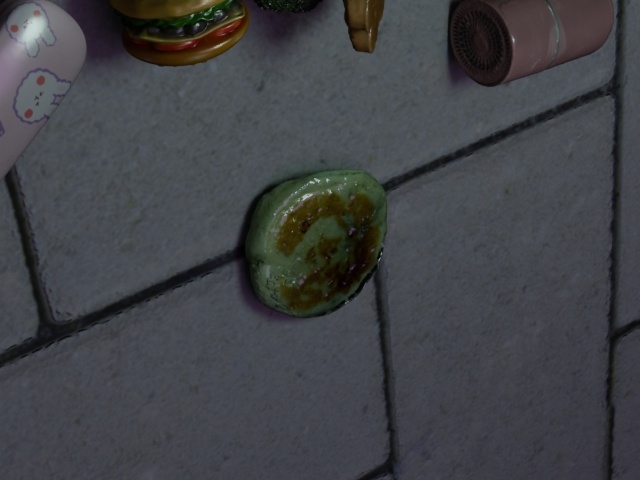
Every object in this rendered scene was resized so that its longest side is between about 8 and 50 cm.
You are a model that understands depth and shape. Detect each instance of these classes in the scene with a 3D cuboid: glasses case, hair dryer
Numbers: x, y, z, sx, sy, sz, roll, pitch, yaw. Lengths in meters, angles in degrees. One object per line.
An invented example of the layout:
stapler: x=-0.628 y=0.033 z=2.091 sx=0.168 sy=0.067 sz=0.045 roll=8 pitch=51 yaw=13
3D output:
glasses case: x=-0.363 y=-0.128 z=1.378 sx=0.297 sy=0.075 sz=0.113 roll=-53 pitch=137 yaw=-3
hair dryer: x=0.287 y=-0.401 z=1.755 sx=0.210 sy=0.125 sz=0.352 roll=-20 pitch=117 yaw=-31

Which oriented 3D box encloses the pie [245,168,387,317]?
pie: x=0.000 y=0.000 z=1.763 sx=0.240 sy=0.054 sz=0.240 roll=-20 pitch=126 yaw=-30

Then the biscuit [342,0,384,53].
biscuit: x=0.058 y=-0.363 z=1.524 sx=0.202 sy=0.044 sz=0.289 roll=62 pitch=35 yaw=-74

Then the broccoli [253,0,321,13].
broccoli: x=-0.030 y=-0.336 z=1.499 sx=0.162 sy=0.138 sz=0.146 roll=-27 pitch=126 yaw=-31

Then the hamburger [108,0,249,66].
hamburger: x=-0.153 y=-0.261 z=1.427 sx=0.162 sy=0.162 sz=0.115 roll=-31 pitch=131 yaw=-23
